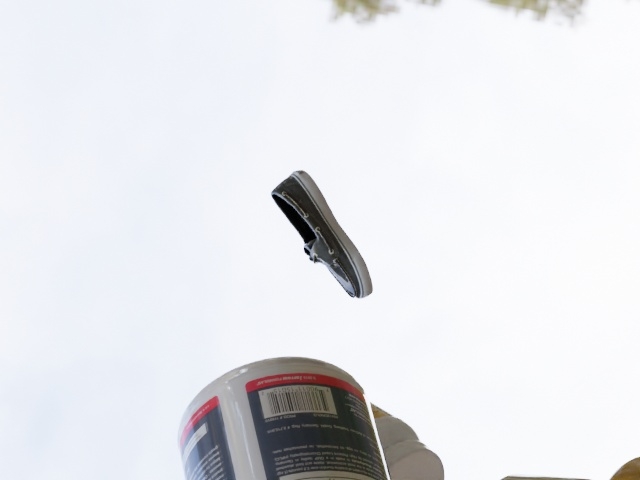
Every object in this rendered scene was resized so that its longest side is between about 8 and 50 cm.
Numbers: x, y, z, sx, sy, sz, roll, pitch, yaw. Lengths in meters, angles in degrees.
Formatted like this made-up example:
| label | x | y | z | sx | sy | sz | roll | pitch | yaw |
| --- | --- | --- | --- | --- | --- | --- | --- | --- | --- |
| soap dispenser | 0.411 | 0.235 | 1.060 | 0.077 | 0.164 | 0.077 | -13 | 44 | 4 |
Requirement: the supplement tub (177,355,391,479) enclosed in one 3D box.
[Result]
| label | x | y | z | sx | sy | sz | roll | pitch | yaw |
| --- | --- | --- | --- | --- | --- | --- | --- | --- | --- |
| supplement tub | -0.021 | 0.261 | 1.639 | 0.191 | 0.272 | 0.191 | -9 | -42 | -8 |

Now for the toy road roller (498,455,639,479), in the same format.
| label | x | y | z | sx | sy | sz | roll | pitch | yaw |
| --- | --- | --- | --- | --- | --- | --- | --- | --- | --- |
| toy road roller | 0.370 | 0.338 | 2.129 | 0.329 | 0.202 | 0.240 | 38 | -112 | -25 |

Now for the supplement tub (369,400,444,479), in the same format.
| label | x | y | z | sx | sy | sz | roll | pitch | yaw |
| --- | --- | --- | --- | --- | --- | --- | --- | --- | --- |
| supplement tub | 0.018 | 0.232 | 1.877 | 0.144 | 0.200 | 0.144 | -25 | -52 | -37 |

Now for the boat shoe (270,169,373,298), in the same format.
| label | x | y | z | sx | sy | sz | roll | pitch | yaw |
| --- | --- | --- | --- | --- | --- | --- | --- | --- | --- |
| boat shoe | 0.000 | 0.000 | 1.724 | 0.040 | 0.049 | 0.142 | -33 | -86 | -22 |
